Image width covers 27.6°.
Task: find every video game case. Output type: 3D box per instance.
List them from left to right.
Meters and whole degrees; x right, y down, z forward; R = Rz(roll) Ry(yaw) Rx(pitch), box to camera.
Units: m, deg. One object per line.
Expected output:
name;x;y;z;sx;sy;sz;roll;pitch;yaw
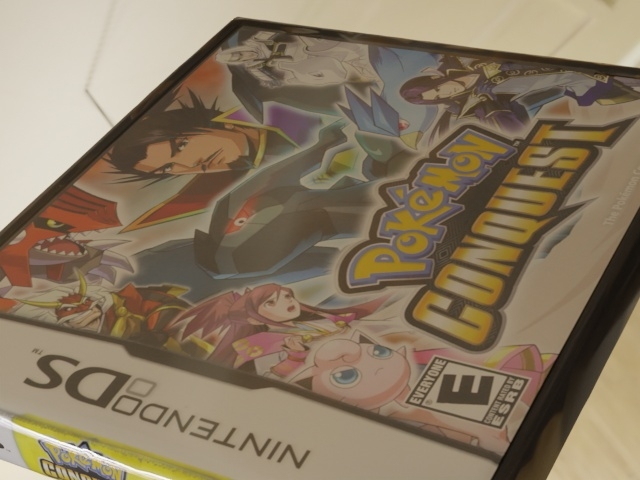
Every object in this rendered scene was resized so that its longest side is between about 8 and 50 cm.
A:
video game case;0.000;0.000;0.520;0.275;0.248;0.035;-51;-38;-40
